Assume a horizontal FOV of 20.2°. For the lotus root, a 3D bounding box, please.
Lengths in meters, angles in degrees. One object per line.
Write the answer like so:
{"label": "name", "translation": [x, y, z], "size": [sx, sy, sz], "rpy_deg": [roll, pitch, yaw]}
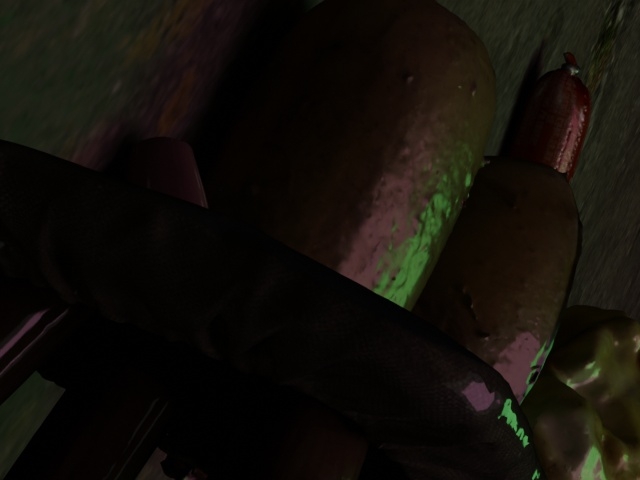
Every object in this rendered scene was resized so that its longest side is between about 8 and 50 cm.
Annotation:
{"label": "lotus root", "translation": [0.000, 0.000, 1.111], "size": [0.342, 0.152, 0.169], "rpy_deg": [-66, 162, -14]}

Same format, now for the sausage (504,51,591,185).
{"label": "sausage", "translation": [0.206, -0.051, 1.752], "size": [0.074, 0.074, 0.274], "rpy_deg": [10, 99, -71]}

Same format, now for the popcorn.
{"label": "popcorn", "translation": [0.178, 0.240, 1.543], "size": [0.344, 0.354, 0.390], "rpy_deg": [-71, 176, -82]}

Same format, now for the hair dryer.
{"label": "hair dryer", "translation": [-0.095, 0.025, 1.019], "size": [0.154, 0.054, 0.106], "rpy_deg": [113, -27, -53]}

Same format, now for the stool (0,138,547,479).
{"label": "stool", "translation": [-0.075, 0.131, 0.796], "size": [0.226, 0.310, 0.310], "rpy_deg": [-64, 158, -16]}

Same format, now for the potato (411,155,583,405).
{"label": "potato", "translation": [0.046, 0.044, 1.259], "size": [0.116, 0.239, 0.299], "rpy_deg": [38, 73, -29]}
